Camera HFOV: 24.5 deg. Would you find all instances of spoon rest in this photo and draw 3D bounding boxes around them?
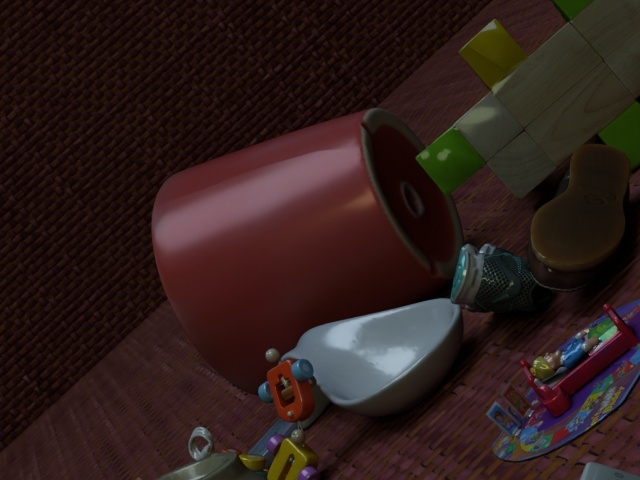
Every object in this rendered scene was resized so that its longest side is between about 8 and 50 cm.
[{"bbox_3d":[0.034,0.113,1.343,0.137,0.084,0.276,-47,10,-29],"label":"spoon rest"}]

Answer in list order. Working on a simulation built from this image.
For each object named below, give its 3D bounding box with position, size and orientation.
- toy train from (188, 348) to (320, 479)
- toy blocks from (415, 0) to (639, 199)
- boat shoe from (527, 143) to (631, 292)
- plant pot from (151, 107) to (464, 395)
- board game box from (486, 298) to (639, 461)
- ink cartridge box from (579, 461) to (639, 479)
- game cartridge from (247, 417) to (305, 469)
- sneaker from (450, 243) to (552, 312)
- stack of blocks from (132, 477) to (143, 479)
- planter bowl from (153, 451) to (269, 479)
[{"bbox_3d":[-0.044,0.178,1.320,0.046,0.125,0.166,2,-33,-46],"label":"toy train"},{"bbox_3d":[0.276,-0.174,1.486,0.381,0.191,0.261,-41,-2,8],"label":"toy blocks"},{"bbox_3d":[0.217,-0.006,1.222,0.207,0.073,0.073,-49,-26,-54],"label":"boat shoe"},{"bbox_3d":[0.000,0.000,1.541,0.243,0.275,0.275,-26,15,25],"label":"plant pot"},{"bbox_3d":[0.178,0.084,1.039,0.133,0.033,0.169,-30,15,52],"label":"board game box"},{"bbox_3d":[0.098,0.210,0.655,0.145,0.045,0.179,-54,-21,-53],"label":"ink cartridge box"},{"bbox_3d":[-0.048,0.204,1.468,0.083,0.017,0.056,-46,7,-26],"label":"game cartridge"},{"bbox_3d":[0.162,0.040,1.257,0.166,0.076,0.065,-6,-71,-74],"label":"sneaker"},{"bbox_3d":[-0.240,0.337,1.331,0.297,0.087,0.171,-33,19,49],"label":"stack of blocks"},{"bbox_3d":[-0.086,0.225,1.091,0.162,0.109,0.162,-24,4,2],"label":"planter bowl"}]
